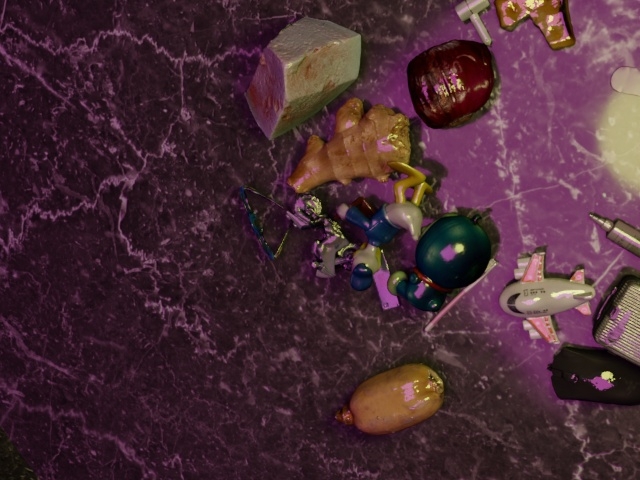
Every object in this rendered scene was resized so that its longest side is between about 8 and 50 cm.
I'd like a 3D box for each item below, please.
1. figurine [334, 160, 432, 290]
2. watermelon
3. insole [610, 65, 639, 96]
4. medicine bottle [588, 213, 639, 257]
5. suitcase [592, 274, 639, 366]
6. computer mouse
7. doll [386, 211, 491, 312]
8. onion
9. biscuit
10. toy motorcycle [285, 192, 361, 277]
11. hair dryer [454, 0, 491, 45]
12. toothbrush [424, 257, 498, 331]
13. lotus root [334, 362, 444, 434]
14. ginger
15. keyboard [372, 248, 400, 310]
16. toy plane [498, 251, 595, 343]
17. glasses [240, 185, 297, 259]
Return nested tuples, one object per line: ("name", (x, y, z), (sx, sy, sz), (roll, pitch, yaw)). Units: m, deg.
("figurine", (0.134, -0.031, 1.879), (0.283, 0.204, 0.338), (13, 79, 44))
("watermelon", (-0.070, -0.462, 1.906), (0.387, 0.258, 0.228), (-41, 84, 17))
("insole", (0.840, -0.366, 1.707), (0.253, 0.005, 0.086), (25, 104, 16))
("medicine bottle", (0.766, -0.012, 1.756), (0.199, 0.057, 0.058), (34, 108, 13))
("suitcase", (0.848, 0.230, 1.719), (0.312, 0.128, 0.202), (30, 106, 15))
("computer mouse", (0.724, 0.358, 1.812), (0.264, 0.088, 0.147), (3, 96, 23))
("doll", (0.332, 0.062, 1.857), (0.322, 0.198, 0.186), (-62, 39, 24))
("onion", (0.340, -0.407, 1.790), (0.206, 0.207, 0.216), (-18, 96, 25))
("biscuit", (0.544, -0.564, 1.776), (0.183, 0.039, 0.174), (-8, 97, 22))
("toy motorcycle", (0.000, 0.000, 2.009), (0.159, 0.106, 0.270), (-42, 93, 1))
("hair dryer", (0.417, -0.573, 1.821), (0.082, 0.047, 0.137), (-27, 93, 21))
("toothbrush", (0.387, 0.155, 1.944), (0.025, 0.020, 0.286), (46, 110, 13))
("lotus root", (0.196, 0.463, 1.993), (0.342, 0.151, 0.169), (-28, 72, 26))
("ginger", (0.066, -0.262, 1.931), (0.375, 0.166, 0.236), (-10, 108, 10))
("keyboard", (0.181, 0.114, 2.020), (0.055, 0.014, 0.176), (-18, 91, 21))
("toy plane", (0.586, 0.149, 1.816), (0.244, 0.117, 0.245), (3, 100, 20))
("glasses", (-0.137, -0.078, 2.067), (0.207, 0.102, 0.239), (-28, 87, 22))
